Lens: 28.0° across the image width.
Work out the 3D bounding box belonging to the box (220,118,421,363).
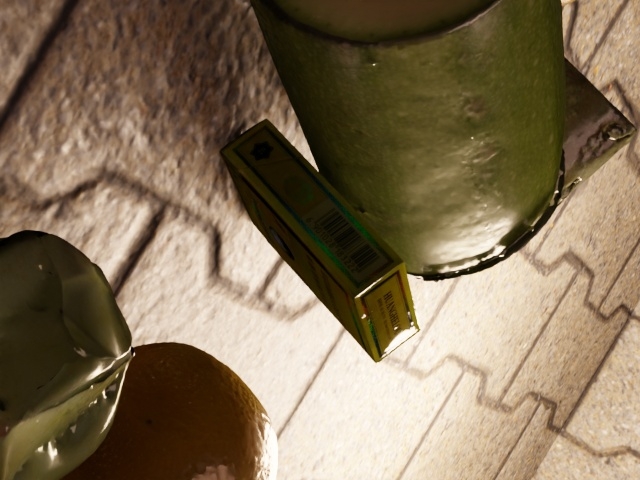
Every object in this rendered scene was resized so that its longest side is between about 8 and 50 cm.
[{"bbox_3d":[0.000,0.000,1.232,0.064,0.220,0.141,-35,149,-9],"label":"box"}]

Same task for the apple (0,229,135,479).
[{"bbox_3d":[-0.243,0.099,0.972,0.188,0.174,0.207,-28,128,-54],"label":"apple"}]

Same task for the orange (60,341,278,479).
[{"bbox_3d":[-0.146,0.207,1.205,0.236,0.236,0.236,-40,148,-32],"label":"orange"}]

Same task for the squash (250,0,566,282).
[{"bbox_3d":[0.095,-0.161,1.184,0.263,0.263,0.384,-50,151,-17],"label":"squash"}]

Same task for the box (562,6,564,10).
[{"bbox_3d":[0.202,-0.246,1.504,0.244,0.055,0.103,-18,133,-51],"label":"box"}]

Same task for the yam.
[{"bbox_3d":[0.234,-0.101,1.527,0.268,0.161,0.161,-42,153,3],"label":"yam"}]

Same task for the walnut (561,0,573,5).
[{"bbox_3d":[0.220,-0.343,1.285,0.195,0.195,0.221,-52,147,-13],"label":"walnut"}]
